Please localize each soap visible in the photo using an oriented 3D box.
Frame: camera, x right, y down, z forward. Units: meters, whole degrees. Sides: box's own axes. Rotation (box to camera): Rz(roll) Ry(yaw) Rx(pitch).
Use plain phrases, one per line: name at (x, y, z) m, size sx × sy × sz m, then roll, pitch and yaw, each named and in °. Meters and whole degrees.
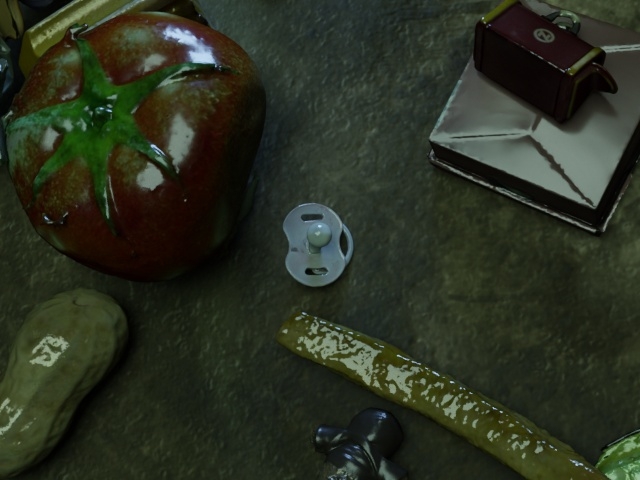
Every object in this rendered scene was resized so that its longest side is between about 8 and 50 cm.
soap at (-0.256, -0.243, 1.315) m, size 0.232 × 0.140 × 0.073 m, roll -30°, pitch 67°, yaw 6°

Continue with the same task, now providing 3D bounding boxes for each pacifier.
pacifier at (0.000, 0.000, 1.219) m, size 0.082 × 0.078 × 0.099 m, roll -3°, pitch 73°, yaw -8°

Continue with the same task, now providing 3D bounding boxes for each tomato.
tomato at (-0.195, -0.096, 1.209) m, size 0.304 × 0.239 × 0.303 m, roll -6°, pitch 72°, yaw 18°

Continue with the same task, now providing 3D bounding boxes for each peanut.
peanut at (-0.323, 0.164, 1.237) m, size 0.123 × 0.123 × 0.256 m, roll 34°, pitch 84°, yaw 20°

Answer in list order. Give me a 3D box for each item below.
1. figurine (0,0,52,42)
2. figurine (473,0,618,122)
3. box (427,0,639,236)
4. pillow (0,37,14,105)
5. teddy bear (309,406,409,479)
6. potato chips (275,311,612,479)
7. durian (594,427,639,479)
figurine at (-0.310, -0.378, 1.341) m, size 0.257 × 0.208 × 0.181 m, roll -29°, pitch 109°, yaw -23°
figurine at (0.245, -0.194, 1.121) m, size 0.154 × 0.082 × 0.098 m, roll 34°, pitch 66°, yaw 21°
box at (0.256, -0.144, 1.182) m, size 0.215 × 0.086 × 0.215 m, roll 26°, pitch 84°, yaw 20°
pillow at (-0.520, -0.214, 1.349) m, size 0.310 × 0.138 × 0.283 m, roll -43°, pitch 67°, yaw 28°
teddy bear at (0.030, 0.251, 1.144) m, size 0.119 × 0.078 × 0.160 m, roll 23°, pitch 84°, yaw 23°
potato chips at (0.133, 0.175, 1.136) m, size 0.407 × 0.080 × 0.057 m, roll 27°, pitch 97°, yaw 26°
durian at (0.409, 0.242, 0.994) m, size 0.394 × 0.163 × 0.198 m, roll -12°, pitch 76°, yaw 34°
